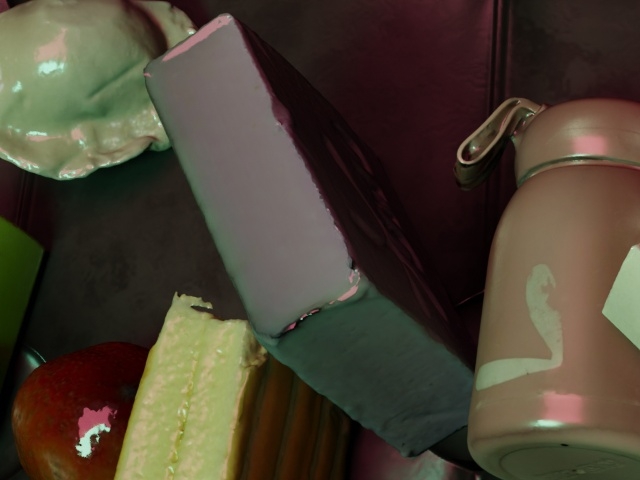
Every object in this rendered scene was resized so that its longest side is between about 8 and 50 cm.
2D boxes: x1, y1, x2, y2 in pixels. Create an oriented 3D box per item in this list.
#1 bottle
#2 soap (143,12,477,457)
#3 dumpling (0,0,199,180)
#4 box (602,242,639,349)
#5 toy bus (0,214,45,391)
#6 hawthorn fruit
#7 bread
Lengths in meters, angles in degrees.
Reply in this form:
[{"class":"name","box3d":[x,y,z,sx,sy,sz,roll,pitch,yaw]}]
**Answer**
[{"class":"bottle","box3d":[0.195,0.034,1.331,0.206,0.173,0.297,7,69,5]},{"class":"soap","box3d":[0.000,0.000,1.391,0.107,0.285,0.296,-34,57,11]},{"class":"dumpling","box3d":[-0.237,-0.147,1.669,0.258,0.147,0.193,-3,72,-7]},{"class":"box","box3d":[0.349,0.049,1.220,0.164,0.256,0.069,48,138,34]},{"class":"toy bus","box3d":[-0.370,0.097,1.631,0.150,0.128,0.262,3,68,29]},{"class":"hawthorn fruit","box3d":[-0.172,0.170,1.463,0.169,0.169,0.188,-57,27,-6]},{"class":"bread","box3d":[-0.065,0.193,1.365,0.111,0.239,0.246,5,72,24]}]
